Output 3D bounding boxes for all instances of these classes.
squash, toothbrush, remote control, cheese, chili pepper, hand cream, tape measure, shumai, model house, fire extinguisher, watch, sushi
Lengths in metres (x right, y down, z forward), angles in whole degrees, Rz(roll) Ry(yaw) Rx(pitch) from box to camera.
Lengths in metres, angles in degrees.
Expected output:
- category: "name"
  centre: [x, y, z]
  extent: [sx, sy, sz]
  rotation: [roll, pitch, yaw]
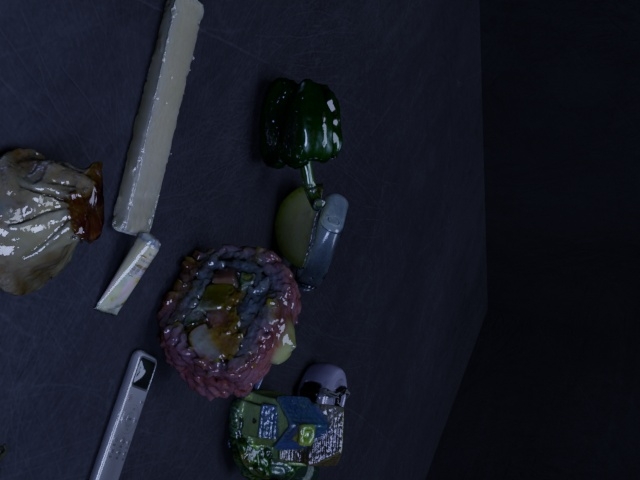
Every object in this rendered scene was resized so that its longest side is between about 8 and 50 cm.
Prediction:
- category: "squash"
  centre: [-0.057, -0.043, 1.895]
  extent: [0.184, 0.085, 0.191]
  rotation: [-130, -125, -81]
- category: "toothbrush"
  centre: [-0.157, 0.358, 1.878]
  extent: [0.193, 0.013, 0.019]
  rotation: [-65, 145, -31]
- category: "remote control"
  centre: [-0.325, 0.311, 1.432]
  extent: [0.067, 0.029, 0.261]
  rotation: [49, 54, -62]
- category: "cheese"
  centre: [-0.256, -0.202, 1.380]
  extent: [0.085, 0.034, 0.400]
  rotation: [29, 72, -67]
- category: "chili pepper"
  centre: [-0.039, -0.192, 1.739]
  extent: [0.174, 0.165, 0.261]
  rotation: [-60, 153, -79]
- category: "hand cream"
  centre: [-0.299, 0.053, 1.358]
  extent: [0.143, 0.039, 0.061]
  rotation: [-60, 159, -1]
- category: "tape measure"
  centre: [0.008, 0.398, 2.172]
  extent: [0.196, 0.105, 0.178]
  rotation: [-27, 123, -61]
- category: "shumai"
  centre: [-0.346, -0.021, 1.130]
  extent: [0.201, 0.120, 0.201]
  rotation: [8, 90, -70]
- category: "model house"
  centre: [-0.059, 0.411, 1.819]
  extent: [0.214, 0.189, 0.195]
  rotation: [21, 69, -45]
- category: "fire extinguisher"
  centre: [-0.065, 0.545, 2.083]
  extent: [0.118, 0.093, 0.294]
  rotation: [-50, 153, -5]
- category: "watch"
  centre: [0.000, 0.000, 1.947]
  extent: [0.206, 0.068, 0.193]
  rotation: [-81, -165, -54]
- category: "sushi"
  centre: [-0.150, 0.150, 1.534]
  extent: [0.170, 0.237, 0.270]
  rotation: [85, 22, -51]

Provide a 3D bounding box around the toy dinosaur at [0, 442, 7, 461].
- category: "toy dinosaur"
  centre: [-0.451, 0.333, 1.067]
  extent: [0.187, 0.087, 0.178]
  rotation: [20, 79, -66]
